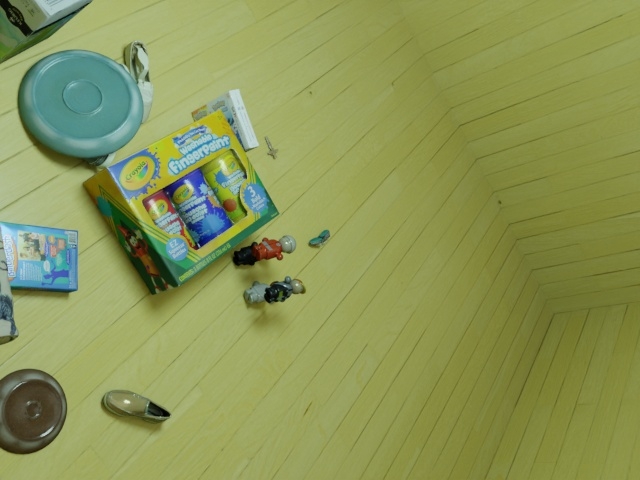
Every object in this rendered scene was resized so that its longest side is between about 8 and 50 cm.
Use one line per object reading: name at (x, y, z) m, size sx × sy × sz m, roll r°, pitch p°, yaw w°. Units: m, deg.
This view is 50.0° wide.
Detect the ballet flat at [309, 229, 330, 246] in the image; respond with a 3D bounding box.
ballet flat at (0.000, 0.000, 2.493) m, size 0.114 × 0.041 × 0.041 m, roll -37°, pitch 106°, yaw -46°

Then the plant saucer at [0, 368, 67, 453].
plant saucer at (-0.685, 0.401, 1.622) m, size 0.199 × 0.036 × 0.198 m, roll 16°, pitch 67°, yaw -44°

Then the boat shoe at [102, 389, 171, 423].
boat shoe at (-0.476, 0.434, 1.810) m, size 0.190 × 0.072 × 0.068 m, roll 28°, pitch 59°, yaw -39°

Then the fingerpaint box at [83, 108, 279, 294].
fingerpaint box at (-0.383, -0.121, 1.988) m, size 0.445 × 0.163 × 0.371 m, roll -38°, pitch 104°, yaw -42°

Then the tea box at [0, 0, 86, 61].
tea box at (-0.760, -0.649, 1.651) m, size 0.329 × 0.324 × 0.220 m, roll 55°, pitch 44°, yaw -19°

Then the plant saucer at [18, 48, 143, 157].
plant saucer at (-0.629, -0.373, 1.820) m, size 0.318 × 0.044 × 0.317 m, roll 7°, pitch 71°, yaw -20°

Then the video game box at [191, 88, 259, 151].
video game box at (-0.300, -0.350, 2.148) m, size 0.048 × 0.205 × 0.187 m, roll -21°, pitch 93°, yaw -47°

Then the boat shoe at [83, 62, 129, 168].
boat shoe at (-0.602, -0.360, 1.892) m, size 0.099 × 0.116 × 0.319 m, roll 23°, pitch 67°, yaw -46°

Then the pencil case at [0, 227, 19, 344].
pencil case at (-0.790, 0.053, 1.519) m, size 0.160 × 0.184 × 0.410 m, roll -4°, pitch 81°, yaw -67°

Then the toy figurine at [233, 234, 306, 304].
toy figurine at (-0.155, 0.094, 2.161) m, size 0.148 × 0.213 × 0.209 m, roll -16°, pitch 90°, yaw -35°

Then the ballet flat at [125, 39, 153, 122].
ballet flat at (-0.533, -0.474, 2.027) m, size 0.086 × 0.086 × 0.248 m, roll 0°, pitch 79°, yaw -48°

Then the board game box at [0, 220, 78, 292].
board game box at (-0.708, 0.044, 1.699) m, size 0.210 × 0.047 × 0.160 m, roll 10°, pitch 72°, yaw -46°

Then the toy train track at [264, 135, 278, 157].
toy train track at (-0.177, -0.328, 2.421) m, size 0.048 × 0.014 × 0.083 m, roll -26°, pitch 92°, yaw -41°
